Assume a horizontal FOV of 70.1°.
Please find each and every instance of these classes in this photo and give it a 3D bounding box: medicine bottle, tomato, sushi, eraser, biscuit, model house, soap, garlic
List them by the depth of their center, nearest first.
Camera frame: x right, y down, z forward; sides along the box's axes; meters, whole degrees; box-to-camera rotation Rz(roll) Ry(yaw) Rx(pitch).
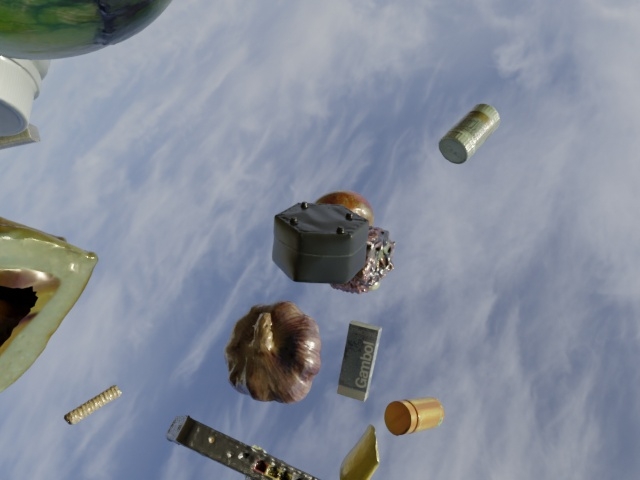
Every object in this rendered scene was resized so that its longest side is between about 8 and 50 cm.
[{"bbox_3d":[-0.411,0.060,0.483,0.239,0.268,0.173,14,-70,40],"label":"model house"},{"bbox_3d":[0.203,-0.146,0.623,0.047,0.047,0.083,25,-119,41],"label":"medicine bottle"},{"bbox_3d":[-0.671,-0.388,0.899,0.245,0.245,0.306,-10,-107,25],"label":"medicine bottle"},{"bbox_3d":[0.088,0.475,0.975,0.168,0.033,0.089,-59,-150,20],"label":"soap"},{"bbox_3d":[-0.113,0.245,1.019,0.245,0.160,0.245,-7,-115,16],"label":"garlic"},{"bbox_3d":[0.110,0.342,1.303,0.092,0.046,0.213,11,-87,17],"label":"eraser"},{"bbox_3d":[0.282,0.518,1.354,0.096,0.192,0.096,-12,-107,42],"label":"medicine bottle"},{"bbox_3d":[0.140,0.064,1.521,0.170,0.270,0.237,3,-78,31],"label":"sushi"},{"bbox_3d":[0.064,-0.070,1.739,0.270,0.270,0.222,-47,-130,-7],"label":"tomato"},{"bbox_3d":[-0.930,0.675,1.870,0.219,0.055,0.061,-32,-118,-31],"label":"biscuit"}]

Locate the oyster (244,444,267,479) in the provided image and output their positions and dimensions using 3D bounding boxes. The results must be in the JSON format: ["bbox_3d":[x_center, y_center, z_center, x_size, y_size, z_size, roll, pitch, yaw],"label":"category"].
[{"bbox_3d":[-0.138,0.695,1.196,0.198,0.112,0.268,3,-82,53],"label":"oyster"}]

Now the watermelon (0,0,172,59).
[{"bbox_3d":[-0.276,-0.317,0.354,0.363,0.363,0.363,-16,-130,21],"label":"watermelon"}]

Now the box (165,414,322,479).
[{"bbox_3d":[-0.142,0.456,0.934,0.058,0.350,0.211,-64,-168,-27],"label":"box"}]

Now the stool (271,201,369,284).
[{"bbox_3d":[0.000,0.000,1.096,0.232,0.141,0.232,4,-157,-2],"label":"stool"}]

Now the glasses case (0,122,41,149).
[{"bbox_3d":[-0.771,-0.228,1.056,0.205,0.047,0.071,-16,-173,-13],"label":"glasses case"}]
